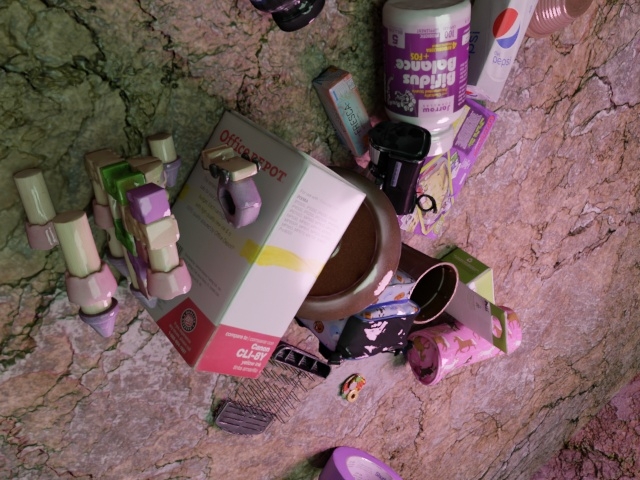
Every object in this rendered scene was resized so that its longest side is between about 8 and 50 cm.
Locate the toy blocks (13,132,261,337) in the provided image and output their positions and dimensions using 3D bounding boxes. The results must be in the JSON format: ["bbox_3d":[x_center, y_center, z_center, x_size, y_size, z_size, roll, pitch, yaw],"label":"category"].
[{"bbox_3d":[-0.273,0.005,0.973,0.308,0.288,0.260,-24,122,-29],"label":"toy blocks"}]

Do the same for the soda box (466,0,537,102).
[{"bbox_3d":[0.374,-0.451,1.314,0.091,0.098,0.286,19,94,-43],"label":"soda box"}]

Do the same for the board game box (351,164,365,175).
[{"bbox_3d":[0.075,-0.080,1.382,0.103,0.026,0.154,-38,134,-14],"label":"board game box"}]

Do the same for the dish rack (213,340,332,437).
[{"bbox_3d":[-0.120,0.368,1.470,0.208,0.074,0.272,34,93,-45],"label":"dish rack"}]

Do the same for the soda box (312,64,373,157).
[{"bbox_3d":[0.052,-0.256,1.228,0.058,0.063,0.183,-40,134,-11],"label":"soda box"}]

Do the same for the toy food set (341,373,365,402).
[{"bbox_3d":[0.092,0.409,1.702,0.083,0.020,0.082,-46,135,-6],"label":"toy food set"}]

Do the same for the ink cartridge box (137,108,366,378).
[{"bbox_3d":[-0.138,0.002,1.081,0.160,0.279,0.385,23,100,-45],"label":"ink cartridge box"}]

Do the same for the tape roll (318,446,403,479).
[{"bbox_3d":[0.132,0.713,1.742,0.274,0.275,0.090,22,102,-44],"label":"tape roll"}]

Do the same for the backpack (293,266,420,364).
[{"bbox_3d":[0.056,0.126,1.329,0.276,0.263,0.213,6,105,-50],"label":"backpack"}]

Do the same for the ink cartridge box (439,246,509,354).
[{"bbox_3d":[0.440,0.164,1.664,0.097,0.255,0.189,-33,133,-19],"label":"ink cartridge box"}]

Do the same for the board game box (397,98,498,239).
[{"bbox_3d":[0.282,-0.179,1.476,0.208,0.056,0.347,15,106,-39],"label":"board game box"}]

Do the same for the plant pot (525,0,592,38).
[{"bbox_3d":[0.553,-0.578,1.403,0.237,0.109,0.237,-20,128,-28],"label":"plant pot"}]

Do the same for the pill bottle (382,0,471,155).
[{"bbox_3d":[0.212,-0.331,1.236,0.169,0.169,0.302,-25,129,-25],"label":"pill bottle"}]

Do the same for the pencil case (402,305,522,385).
[{"bbox_3d":[0.430,0.305,1.815,0.386,0.167,0.160,-12,91,-33],"label":"pencil case"}]

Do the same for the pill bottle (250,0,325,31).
[{"bbox_3d":[-0.084,-0.443,0.962,0.123,0.123,0.219,-48,136,-5],"label":"pill bottle"}]

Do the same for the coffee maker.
[{"bbox_3d":[0.170,-0.147,1.251,0.171,0.120,0.178,-2,145,-9],"label":"coffee maker"}]

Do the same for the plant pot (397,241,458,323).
[{"bbox_3d":[0.223,0.090,1.508,0.166,0.165,0.167,-20,128,-28],"label":"plant pot"}]

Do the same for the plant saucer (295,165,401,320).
[{"bbox_3d":[0.000,0.000,1.186,0.311,0.310,0.050,-52,167,0],"label":"plant saucer"}]
